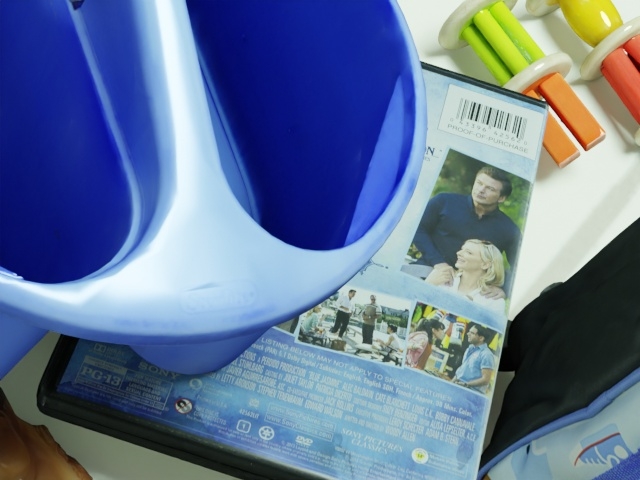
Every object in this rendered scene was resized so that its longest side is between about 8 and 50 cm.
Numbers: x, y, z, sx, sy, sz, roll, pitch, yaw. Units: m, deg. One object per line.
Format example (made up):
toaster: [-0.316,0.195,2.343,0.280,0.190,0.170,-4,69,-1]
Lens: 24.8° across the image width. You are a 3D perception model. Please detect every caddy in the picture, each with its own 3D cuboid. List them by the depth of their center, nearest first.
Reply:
caddy: [-0.102,-0.100,0.542,0.241,0.179,0.341,-8,64,-31]

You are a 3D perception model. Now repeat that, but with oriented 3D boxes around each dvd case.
dvd case: [0.000,0.000,0.658,0.180,0.022,0.253,18,51,0]

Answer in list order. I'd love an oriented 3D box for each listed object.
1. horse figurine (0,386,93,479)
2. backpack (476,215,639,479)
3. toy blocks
horse figurine: [-0.047,0.162,0.528,0.263,0.066,0.174,24,21,1]
backpack: [0.218,0.103,0.579,0.263,0.276,0.213,26,59,-12]
toy blocks: [0.150,-0.078,0.782,0.123,0.054,0.148,-25,71,-32]
